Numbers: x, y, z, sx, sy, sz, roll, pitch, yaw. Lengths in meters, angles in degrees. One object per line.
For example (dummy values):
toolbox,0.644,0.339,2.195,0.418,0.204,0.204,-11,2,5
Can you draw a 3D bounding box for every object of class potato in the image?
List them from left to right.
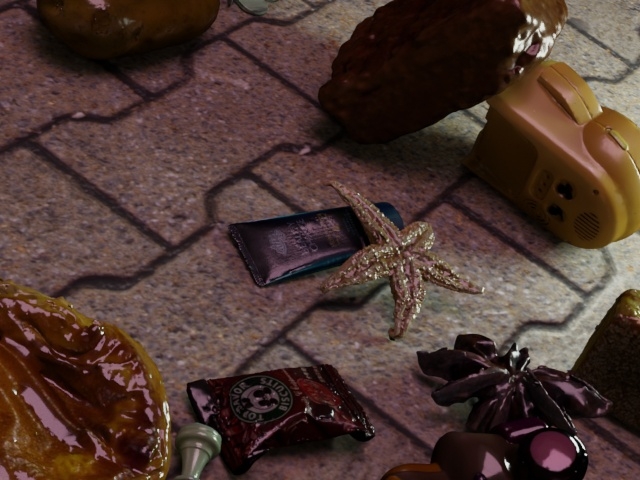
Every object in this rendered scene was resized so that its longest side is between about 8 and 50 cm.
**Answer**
potato,-0.316,-0.393,2.344,0.195,0.177,0.369,3,10,43

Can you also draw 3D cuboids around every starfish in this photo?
starfish,0.099,0.028,2.105,0.295,0.048,0.231,40,54,0

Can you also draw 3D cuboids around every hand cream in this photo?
hand cream,0.000,0.000,2.147,0.270,0.061,0.120,-12,58,-27

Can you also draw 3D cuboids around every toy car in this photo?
toy car,0.210,0.383,1.693,0.240,0.271,0.341,-13,51,-13

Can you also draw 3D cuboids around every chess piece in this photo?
chess piece,-0.161,0.300,1.732,0.059,0.059,0.149,18,46,-9

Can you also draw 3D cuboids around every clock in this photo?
clock,0.419,-0.128,2.361,0.200,0.244,0.317,-34,70,-24

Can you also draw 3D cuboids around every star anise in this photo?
star anise,0.265,0.215,1.991,0.282,0.129,0.212,18,33,5

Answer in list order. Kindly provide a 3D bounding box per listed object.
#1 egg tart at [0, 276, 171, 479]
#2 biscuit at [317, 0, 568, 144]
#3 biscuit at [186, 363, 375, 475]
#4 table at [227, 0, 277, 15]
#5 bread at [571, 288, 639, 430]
egg tart,-0.349,0.215,1.647,0.351,0.153,0.339,16,41,-12
biscuit,0.213,-0.332,2.367,0.166,0.395,0.343,57,30,-17
biscuit,-0.047,0.226,1.861,0.235,0.063,0.151,-8,38,-28
table,-0.120,-0.538,2.552,0.166,0.198,0.166,15,40,-13
bread,0.508,0.196,2.080,0.234,0.184,0.110,31,36,5
